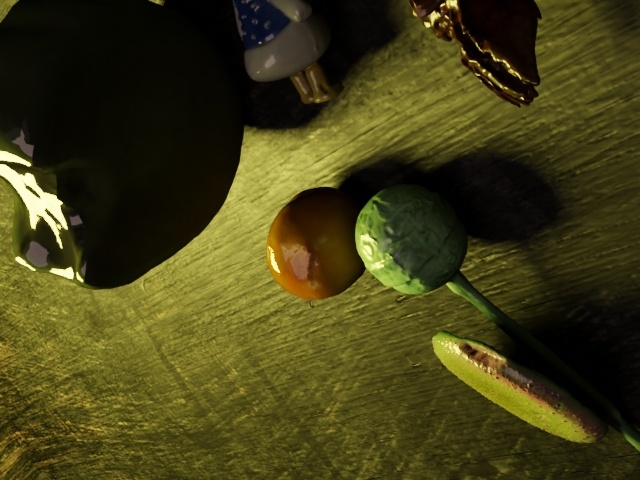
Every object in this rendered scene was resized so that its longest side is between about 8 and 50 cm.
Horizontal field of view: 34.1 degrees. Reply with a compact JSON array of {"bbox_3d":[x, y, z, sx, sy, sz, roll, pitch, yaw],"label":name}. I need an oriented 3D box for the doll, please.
[{"bbox_3d":[-0.075,-0.271,1.105,0.293,0.119,0.138,53,160,-18],"label":"doll"}]

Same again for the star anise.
[{"bbox_3d":[0.121,-0.215,0.904,0.288,0.088,0.288,56,-177,-5],"label":"star anise"}]

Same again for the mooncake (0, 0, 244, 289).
[{"bbox_3d":[-0.258,-0.128,1.229,0.187,0.351,0.351,18,136,37],"label":"mooncake"}]

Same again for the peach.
[{"bbox_3d":[0.000,0.000,1.268,0.138,0.138,0.138,26,140,25],"label":"peach"}]

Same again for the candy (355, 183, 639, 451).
[{"bbox_3d":[0.217,0.100,1.195,0.440,0.119,0.119,41,144,-8],"label":"candy"}]

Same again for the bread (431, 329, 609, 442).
[{"bbox_3d":[0.227,0.176,1.211,0.229,0.033,0.228,31,168,7],"label":"bread"}]
